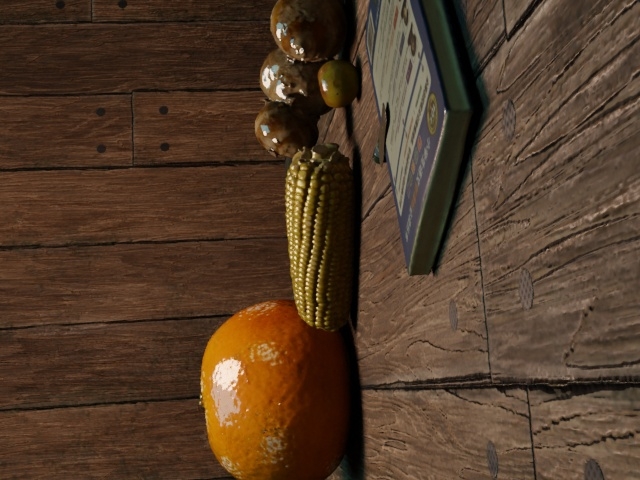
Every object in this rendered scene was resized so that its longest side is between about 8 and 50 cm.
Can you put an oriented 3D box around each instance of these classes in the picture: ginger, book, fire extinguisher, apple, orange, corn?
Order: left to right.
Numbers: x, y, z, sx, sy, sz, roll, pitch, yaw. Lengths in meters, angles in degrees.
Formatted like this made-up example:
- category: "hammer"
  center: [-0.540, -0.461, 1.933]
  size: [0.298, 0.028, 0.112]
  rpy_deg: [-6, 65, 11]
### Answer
- category: "orange"
  center: [-0.099, 0.334, 1.880]
  size: [0.424, 0.326, 0.424]
  rpy_deg: [179, 90, -84]
- category: "ginger"
  center: [-0.029, -0.358, 1.703]
  size: [0.256, 0.176, 0.375]
  rpy_deg: [-69, -8, -61]
- category: "corn"
  center: [0.000, 0.000, 1.706]
  size: [0.144, 0.144, 0.387]
  rpy_deg: [-106, 16, -65]
- category: "apple"
  center: [0.033, -0.288, 1.596]
  size: [0.089, 0.074, 0.089]
  rpy_deg: [176, 90, -85]
- category: "fire extinguisher"
  center: [0.097, -0.146, 1.297]
  size: [0.083, 0.025, 0.038]
  rpy_deg: [104, -175, -69]
- category: "book"
  center: [0.110, -0.210, 1.088]
  size: [0.300, 0.039, 0.428]
  rpy_deg: [96, 170, -54]

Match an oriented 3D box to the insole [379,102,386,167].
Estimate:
- category: "insole"
  center: [0.084, -0.142, 1.184]
  size: [0.135, 0.002, 0.045]
  rpy_deg: [88, 175, -66]
